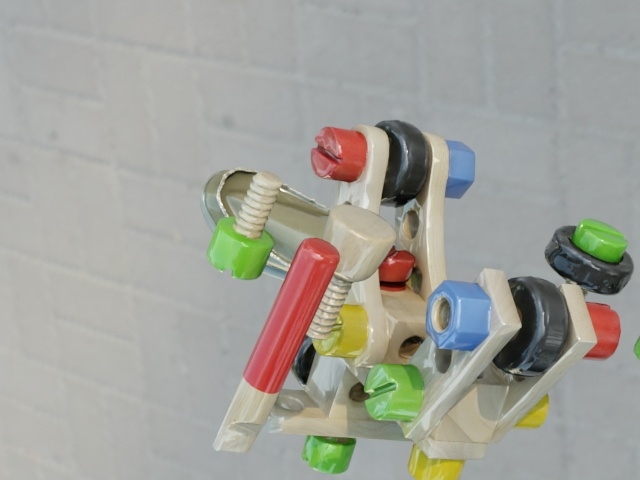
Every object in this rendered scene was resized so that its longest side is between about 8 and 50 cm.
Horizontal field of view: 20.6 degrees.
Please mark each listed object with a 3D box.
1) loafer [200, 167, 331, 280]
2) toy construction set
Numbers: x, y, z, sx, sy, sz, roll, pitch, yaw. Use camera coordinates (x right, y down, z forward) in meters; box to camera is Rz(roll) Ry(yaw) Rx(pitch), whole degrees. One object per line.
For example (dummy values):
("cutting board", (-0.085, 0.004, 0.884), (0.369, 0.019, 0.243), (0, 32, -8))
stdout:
("loafer", (0.000, 0.000, 1.711), (0.251, 0.094, 0.087), (32, 146, -1))
("toy construction set", (0.032, 0.079, 1.101), (0.257, 0.309, 0.237), (38, 116, 29))
